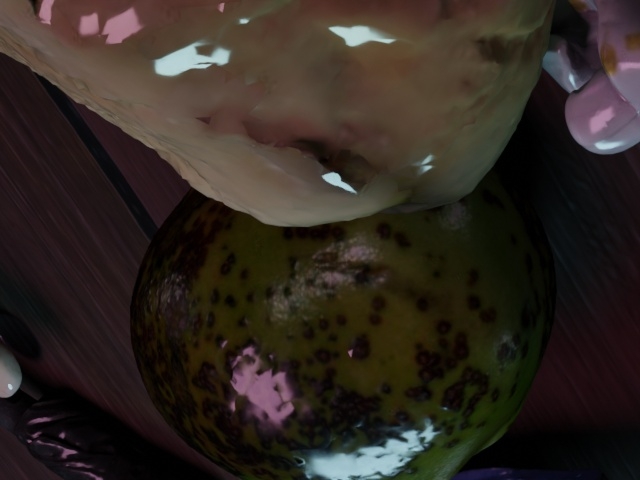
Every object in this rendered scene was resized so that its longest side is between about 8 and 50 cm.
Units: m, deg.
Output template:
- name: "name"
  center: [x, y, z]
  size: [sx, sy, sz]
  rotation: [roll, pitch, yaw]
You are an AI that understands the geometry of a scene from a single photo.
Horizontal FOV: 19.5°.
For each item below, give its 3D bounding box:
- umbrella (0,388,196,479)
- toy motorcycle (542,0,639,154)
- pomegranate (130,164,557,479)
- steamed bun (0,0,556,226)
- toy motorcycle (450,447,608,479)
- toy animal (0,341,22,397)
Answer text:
- name: "umbrella"
  center: [-0.169, 0.169, 1.432]
  size: [0.236, 0.059, 0.066]
  rotation: [31, 122, 22]
- name: "toy motorcycle"
  center: [0.145, -0.098, 0.693]
  size: [0.074, 0.151, 0.229]
  rotation: [40, 160, -25]
- name: "pomegranate"
  center: [0.010, -0.002, 0.956]
  size: [0.222, 0.276, 0.204]
  rotation: [-19, 154, 34]
- name: "steamed bun"
  center: [-0.075, -0.169, 0.753]
  size: [0.325, 0.230, 0.372]
  rotation: [39, 174, -34]
- name: "toy motorcycle"
  center: [0.109, 0.211, 1.031]
  size: [0.125, 0.212, 0.358]
  rotation: [53, 146, -14]
- name: "toy animal"
  center: [-0.359, 0.087, 1.444]
  size: [0.256, 0.195, 0.213]
  rotation: [118, 142, -52]
